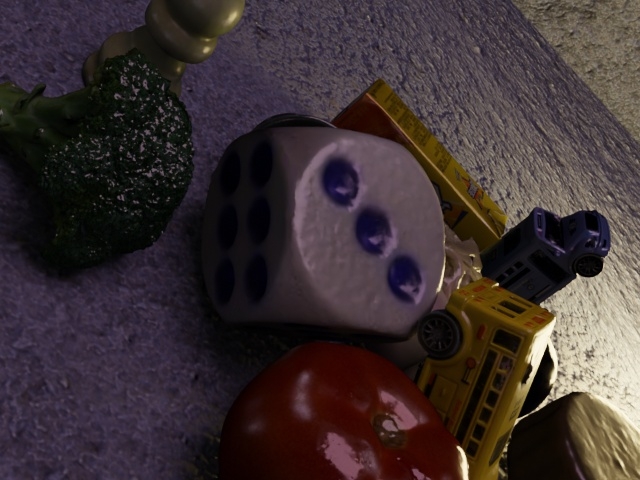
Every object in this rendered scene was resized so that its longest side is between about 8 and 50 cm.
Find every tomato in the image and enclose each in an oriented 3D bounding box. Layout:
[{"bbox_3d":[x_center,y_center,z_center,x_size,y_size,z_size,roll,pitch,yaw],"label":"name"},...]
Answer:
[{"bbox_3d":[0.017,0.261,1.127,0.298,0.226,0.298,25,36,-20],"label":"tomato"}]

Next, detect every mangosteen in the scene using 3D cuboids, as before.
[{"bbox_3d":[0.286,0.199,1.603,0.194,0.194,0.230,58,3,12],"label":"mangosteen"}]

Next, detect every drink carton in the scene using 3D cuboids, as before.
[{"bbox_3d":[0.164,-0.108,1.766,0.351,0.154,0.111,47,31,-6],"label":"drink carton"}]

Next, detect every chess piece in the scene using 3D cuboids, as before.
[{"bbox_3d":[-0.206,-0.286,1.382,0.144,0.251,0.144,33,36,-28],"label":"chess piece"}]

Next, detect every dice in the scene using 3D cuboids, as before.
[{"bbox_3d":[0.000,0.000,1.303,0.251,0.243,0.259,11,76,-34],"label":"dice"}]

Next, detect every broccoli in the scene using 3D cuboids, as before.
[{"bbox_3d":[-0.277,-0.116,1.168,0.269,0.269,0.254,50,26,-2],"label":"broccoli"}]

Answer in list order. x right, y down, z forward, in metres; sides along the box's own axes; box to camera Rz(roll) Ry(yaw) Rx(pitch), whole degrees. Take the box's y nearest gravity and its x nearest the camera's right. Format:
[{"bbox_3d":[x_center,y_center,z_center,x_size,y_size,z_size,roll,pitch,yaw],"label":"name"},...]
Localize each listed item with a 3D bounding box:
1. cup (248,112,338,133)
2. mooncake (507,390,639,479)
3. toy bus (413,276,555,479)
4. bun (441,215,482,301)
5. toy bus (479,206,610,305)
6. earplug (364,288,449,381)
[{"bbox_3d":[-0.048,-0.123,1.518,0.199,0.199,0.150,36,16,-23],"label":"cup"},{"bbox_3d":[0.428,0.393,1.582,0.290,0.161,0.290,31,36,-26],"label":"mooncake"},{"bbox_3d":[0.180,0.222,1.276,0.152,0.330,0.144,25,18,23],"label":"toy bus"},{"bbox_3d":[0.181,0.036,1.640,0.210,0.116,0.237,18,58,-23],"label":"bun"},{"bbox_3d":[0.372,0.042,1.747,0.133,0.292,0.125,37,34,-17],"label":"toy bus"},{"bbox_3d":[0.101,0.067,1.489,0.172,0.172,0.301,4,55,-51],"label":"earplug"}]
